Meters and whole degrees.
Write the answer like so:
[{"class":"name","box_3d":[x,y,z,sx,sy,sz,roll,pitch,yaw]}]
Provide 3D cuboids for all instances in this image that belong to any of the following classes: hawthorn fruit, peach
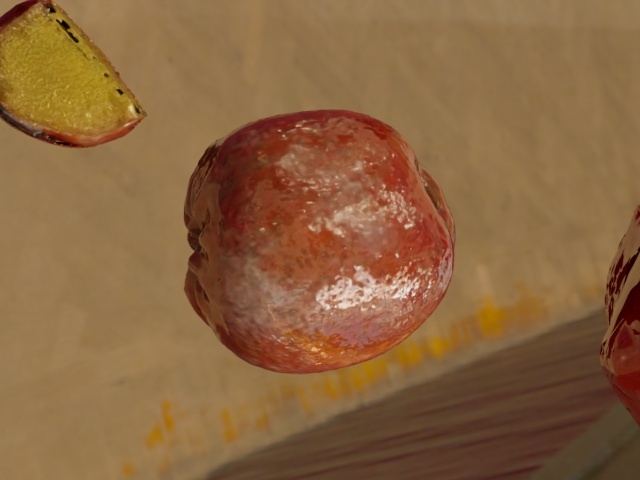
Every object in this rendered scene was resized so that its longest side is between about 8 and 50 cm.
[{"class":"hawthorn fruit","box_3d":[0.000,0.000,0.911,0.173,0.173,0.173,32,48,-45]},{"class":"peach","box_3d":[-0.248,-0.155,1.435,0.172,0.092,0.127,25,89,-9]}]

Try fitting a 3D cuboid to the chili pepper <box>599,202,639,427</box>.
[{"class":"chili pepper","box_3d":[0.152,0.031,0.528,0.387,0.110,0.110,-24,94,-77]}]
